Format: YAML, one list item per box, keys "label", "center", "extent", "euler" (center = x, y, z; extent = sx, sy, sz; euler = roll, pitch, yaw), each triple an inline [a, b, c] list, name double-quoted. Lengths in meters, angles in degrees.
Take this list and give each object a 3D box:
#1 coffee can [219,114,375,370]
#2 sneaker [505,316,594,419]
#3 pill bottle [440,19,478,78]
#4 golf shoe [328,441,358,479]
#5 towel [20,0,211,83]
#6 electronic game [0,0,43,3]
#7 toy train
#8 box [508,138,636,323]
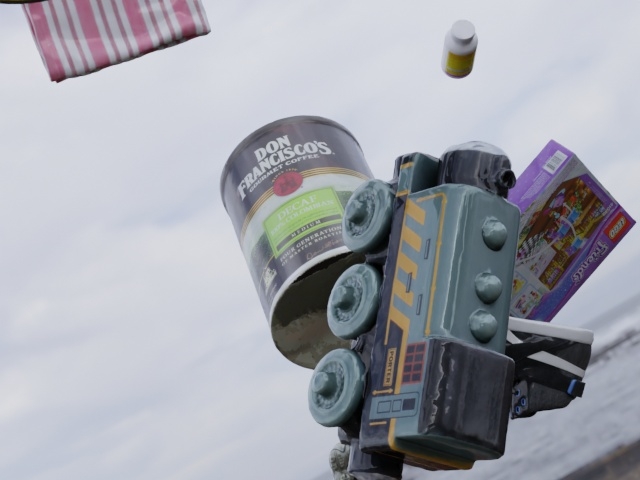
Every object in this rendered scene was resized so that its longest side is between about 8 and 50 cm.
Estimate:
- label: "coffee can"
  center: [0.000, 0.000, 1.607]
  extent: [0.202, 0.275, 0.201]
  euler: [-11, -47, -12]
- label: "sneaker"
  center: [0.208, 0.148, 1.496]
  extent: [0.217, 0.121, 0.079]
  euler: [9, -5, 6]
- label: "pill bottle"
  center: [0.179, -0.247, 1.622]
  extent: [0.043, 0.043, 0.083]
  euler: [-28, -23, -13]
- label: "golf shoe"
  center: [0.057, 0.376, 1.840]
  extent: [0.069, 0.176, 0.086]
  euler: [-14, -1, -9]
- label: "towel"
  center: [-0.234, -0.272, 1.425]
  extent: [0.197, 0.144, 0.029]
  euler: [-20, 1, -13]
- label: "electronic game"
  center: [-0.300, -0.317, 1.235]
  extent: [0.229, 0.048, 0.229]
  euler: [-9, -33, -6]
- label: "toy train"
  center: [0.102, 0.064, 1.190]
  extent: [0.142, 0.333, 0.190]
  euler: [23, -22, -32]
- label: "box"
  center: [0.295, 0.026, 1.796]
  extent: [0.293, 0.057, 0.201]
  euler: [-49, -49, 3]
